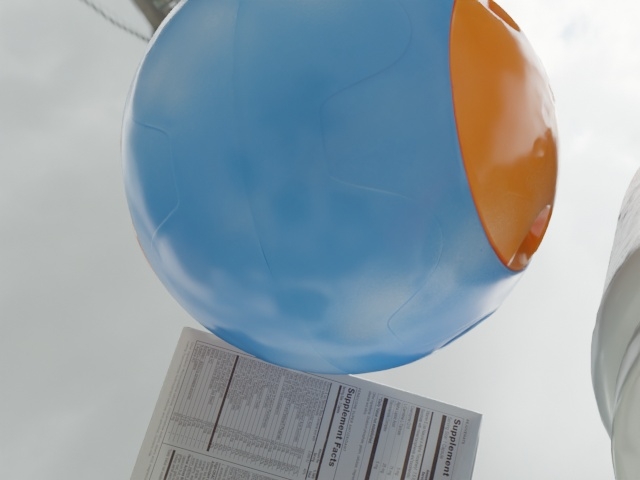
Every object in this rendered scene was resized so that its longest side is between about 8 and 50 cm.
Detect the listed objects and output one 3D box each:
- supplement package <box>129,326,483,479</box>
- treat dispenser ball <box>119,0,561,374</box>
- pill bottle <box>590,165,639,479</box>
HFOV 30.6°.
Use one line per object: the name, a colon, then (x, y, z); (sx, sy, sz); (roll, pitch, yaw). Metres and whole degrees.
supplement package: (-0.025, 0.232, 0.998); (0.262, 0.199, 0.198); (16, -119, 0)
treat dispenser ball: (0.012, -0.056, 0.773); (0.288, 0.288, 0.288); (-13, -128, 17)
pill bottle: (0.290, 0.050, 0.738); (0.224, 0.224, 0.392); (-10, -167, 20)
